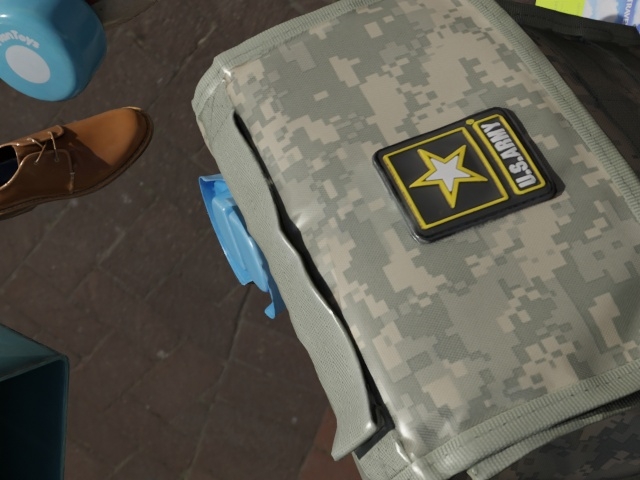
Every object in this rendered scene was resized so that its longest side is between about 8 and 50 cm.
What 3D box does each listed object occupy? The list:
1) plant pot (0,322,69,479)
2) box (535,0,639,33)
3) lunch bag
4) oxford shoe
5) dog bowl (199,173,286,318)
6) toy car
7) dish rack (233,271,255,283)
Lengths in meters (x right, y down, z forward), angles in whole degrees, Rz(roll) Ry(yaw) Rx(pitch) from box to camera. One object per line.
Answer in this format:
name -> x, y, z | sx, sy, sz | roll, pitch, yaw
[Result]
plant pot -> -0.294, 0.116, 0.566 | 0.234, 0.165, 0.165 | 24, 116, 33
box -> 0.305, -0.220, 1.058 | 0.042, 0.178, 0.109 | 5, 98, -29
lunch bag -> 0.097, 0.002, 0.469 | 0.287, 0.235, 0.169 | 0, 141, -38
oxford shoe -> -0.273, -0.084, 0.966 | 0.212, 0.076, 0.076 | -26, 72, -3
dog bowl -> -0.083, -0.007, 1.265 | 0.074, 0.297, 0.166 | -23, 112, -12
toy car -> -0.218, -0.242, 0.596 | 0.210, 0.219, 0.238 | 0, 139, 30
dish rack -> 0.000, 0.000, 1.450 | 0.208, 0.074, 0.271 | -1, 159, -34
